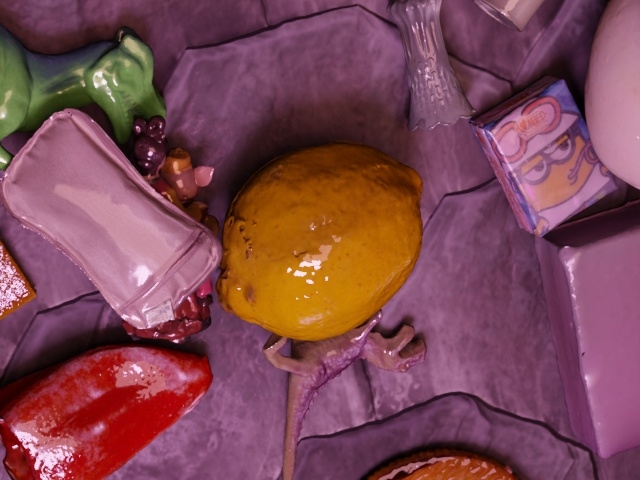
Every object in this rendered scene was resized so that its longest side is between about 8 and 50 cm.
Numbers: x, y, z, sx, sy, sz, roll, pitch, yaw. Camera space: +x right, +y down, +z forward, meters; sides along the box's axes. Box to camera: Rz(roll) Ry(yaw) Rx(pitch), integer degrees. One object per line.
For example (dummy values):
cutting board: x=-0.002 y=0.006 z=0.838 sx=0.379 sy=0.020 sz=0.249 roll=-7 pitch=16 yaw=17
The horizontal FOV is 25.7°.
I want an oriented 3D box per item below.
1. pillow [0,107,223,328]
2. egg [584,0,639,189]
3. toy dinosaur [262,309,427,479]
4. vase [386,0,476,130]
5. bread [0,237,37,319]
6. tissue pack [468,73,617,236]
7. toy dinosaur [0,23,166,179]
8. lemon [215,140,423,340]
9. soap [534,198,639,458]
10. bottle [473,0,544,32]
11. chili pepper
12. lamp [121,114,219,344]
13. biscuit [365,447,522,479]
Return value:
pillow: x=-0.214 y=-0.019 z=1.430 sx=0.232 sy=0.038 sz=0.131 roll=43 pitch=86 yaw=-11
egg: x=0.385 y=-0.182 z=1.582 sx=0.264 sy=0.174 sz=0.286 roll=23 pitch=57 yaw=-40
toy dinosaur: x=-0.004 y=0.163 z=1.630 sx=0.251 sy=0.072 sz=0.200 roll=-47 pitch=121 yaw=-9
vase: x=0.118 y=-0.203 z=1.560 sx=0.081 sy=0.081 sz=0.149 roll=-17 pitch=106 yaw=-10
bread: x=-0.369 y=0.048 z=1.518 sx=0.094 sy=0.035 sz=0.090 roll=-32 pitch=111 yaw=-5
tissue pack: x=0.258 y=-0.097 z=1.629 sx=0.115 sy=0.065 sz=0.155 roll=-32 pitch=111 yaw=-6
toy dinosaur: x=-0.398 y=-0.257 z=1.377 sx=0.374 sy=0.144 sz=0.500 roll=-27 pitch=115 yaw=-12
lemon: x=0.000 y=0.000 z=1.515 sx=0.260 sy=0.204 sz=0.204 roll=-33 pitch=111 yaw=-15
soap: x=0.428 y=0.086 z=1.702 sx=0.296 sy=0.107 sz=0.285 roll=-16 pitch=108 yaw=-11
bottle: x=0.254 y=-0.333 z=1.561 sx=0.072 sy=0.072 sz=0.201 roll=34 pitch=94 yaw=-20
chili pepper: x=-0.243 y=0.180 z=1.561 sx=0.252 sy=0.136 sz=0.144 roll=-32 pitch=66 yaw=-15
lamp: x=-0.167 y=-0.015 z=1.519 sx=0.118 sy=0.118 sz=0.253 roll=-4 pitch=102 yaw=-14
biscuit: x=0.141 y=0.399 z=1.746 sx=0.305 sy=0.038 sz=0.305 roll=-3 pitch=105 yaw=-12
